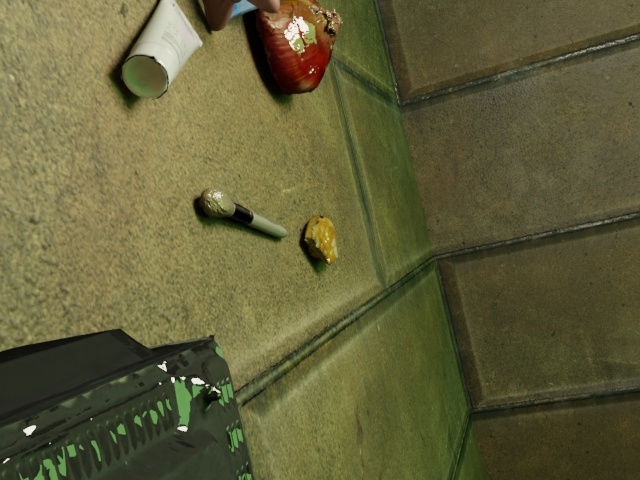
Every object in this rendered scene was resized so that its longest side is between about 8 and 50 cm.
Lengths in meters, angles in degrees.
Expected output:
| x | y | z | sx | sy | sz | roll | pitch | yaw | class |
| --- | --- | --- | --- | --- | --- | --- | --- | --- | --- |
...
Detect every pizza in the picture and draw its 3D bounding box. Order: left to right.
| x | y | z | sx | sy | sz | roll | pitch | yaw | class |
| --- | --- | --- | --- | --- | --- | --- | --- | --- | --- |
| -0.001 | 0.000 | 1.307 | 0.160 | 0.036 | 0.098 | -45 | 120 | -68 | pizza |

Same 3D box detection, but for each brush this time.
| x | y | z | sx | sy | sz | roll | pitch | yaw | class |
| --- | --- | --- | --- | --- | --- | --- | --- | --- | --- |
| -0.109 | -0.030 | 1.015 | 0.299 | 0.039 | 0.042 | 32 | 51 | -70 | brush |

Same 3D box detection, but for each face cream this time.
| x | y | z | sx | sy | sz | roll | pitch | yaw | class |
| --- | --- | --- | --- | --- | --- | --- | --- | --- | --- |
| -0.201 | -0.256 | 0.860 | 0.243 | 0.058 | 0.092 | -88 | 153 | -54 | face cream |

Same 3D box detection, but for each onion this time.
| x | y | z | sx | sy | sz | roll | pitch | yaw | class |
| --- | --- | --- | --- | --- | --- | --- | --- | --- | --- |
| -0.035 | -0.404 | 1.284 | 0.230 | 0.164 | 0.229 | -19 | 90 | -78 | onion |

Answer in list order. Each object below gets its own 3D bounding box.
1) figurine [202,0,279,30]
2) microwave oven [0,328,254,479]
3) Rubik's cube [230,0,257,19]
| x | y | z | sx | sy | sz | roll | pitch | yaw | class |
| --- | --- | --- | --- | --- | --- | --- | --- | --- | --- |
| -0.178 | -0.534 | 0.956 | 0.193 | 0.154 | 0.420 | -57 | 130 | -40 | figurine |
| -0.175 | 0.210 | 0.338 | 0.355 | 0.219 | 0.286 | -6 | 84 | -72 | microwave oven |
| -0.098 | -0.447 | 1.139 | 0.211 | 0.191 | 0.178 | 130 | -16 | -81 | Rubik's cube |
